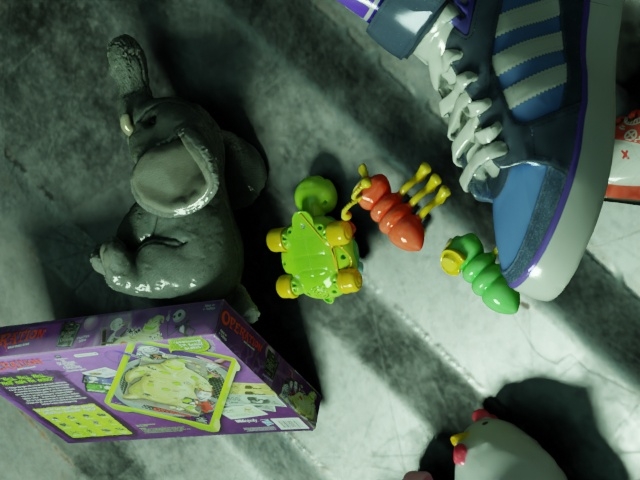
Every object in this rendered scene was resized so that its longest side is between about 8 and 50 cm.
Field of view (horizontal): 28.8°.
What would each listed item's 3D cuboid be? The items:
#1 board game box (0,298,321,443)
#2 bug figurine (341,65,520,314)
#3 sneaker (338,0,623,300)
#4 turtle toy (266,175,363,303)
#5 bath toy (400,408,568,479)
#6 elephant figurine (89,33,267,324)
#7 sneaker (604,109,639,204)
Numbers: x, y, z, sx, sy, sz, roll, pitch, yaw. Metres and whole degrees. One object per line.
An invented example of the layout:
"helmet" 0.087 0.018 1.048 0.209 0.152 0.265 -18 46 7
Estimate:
"board game box" -0.197 0.150 1.345 0.346 0.208 0.056 -8 57 29
"bug figurine" 0.127 -0.050 1.104 0.216 0.072 0.279 47 142 19
"sneaker" 0.096 -0.130 0.942 0.236 0.130 0.323 13 74 -7
"turtle toy" 0.000 0.000 1.254 0.095 0.066 0.130 -5 102 29
"bath toy" 0.104 0.301 1.261 0.348 0.151 0.129 -54 38 29
"elephant figurine" -0.140 -0.065 1.262 0.186 0.169 0.240 11 104 -19
"sneaker" 0.306 -0.100 1.057 0.270 0.090 0.145 8 91 37
